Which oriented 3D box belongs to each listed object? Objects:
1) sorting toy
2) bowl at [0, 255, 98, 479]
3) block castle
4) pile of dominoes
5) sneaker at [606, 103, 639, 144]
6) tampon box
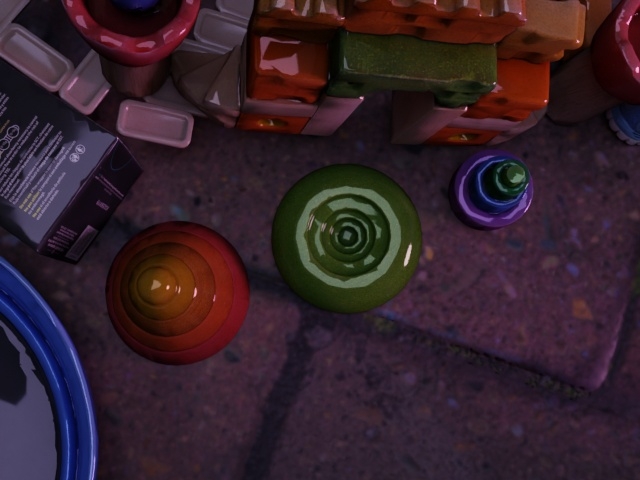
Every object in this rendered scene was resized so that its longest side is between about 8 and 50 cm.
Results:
[{"bbox_3d":[0.000,0.000,0.646,0.366,0.126,0.127,-18,85,-3],"label":"sorting toy"},{"bbox_3d":[-0.361,0.167,0.606,0.392,0.077,0.390,3,75,-9],"label":"bowl"},{"bbox_3d":[0.055,-0.242,0.597,0.454,0.213,0.302,2,83,-12],"label":"block castle"},{"bbox_3d":[-0.133,-0.202,0.684,0.196,0.040,0.251,37,76,-9],"label":"pile of dominoes"},{"bbox_3d":[0.321,-0.140,0.696,0.162,0.073,0.063,-39,86,-5],"label":"sneaker"},{"bbox_3d":[-0.240,-0.070,0.646,0.161,0.120,0.101,34,83,2],"label":"tampon box"}]
